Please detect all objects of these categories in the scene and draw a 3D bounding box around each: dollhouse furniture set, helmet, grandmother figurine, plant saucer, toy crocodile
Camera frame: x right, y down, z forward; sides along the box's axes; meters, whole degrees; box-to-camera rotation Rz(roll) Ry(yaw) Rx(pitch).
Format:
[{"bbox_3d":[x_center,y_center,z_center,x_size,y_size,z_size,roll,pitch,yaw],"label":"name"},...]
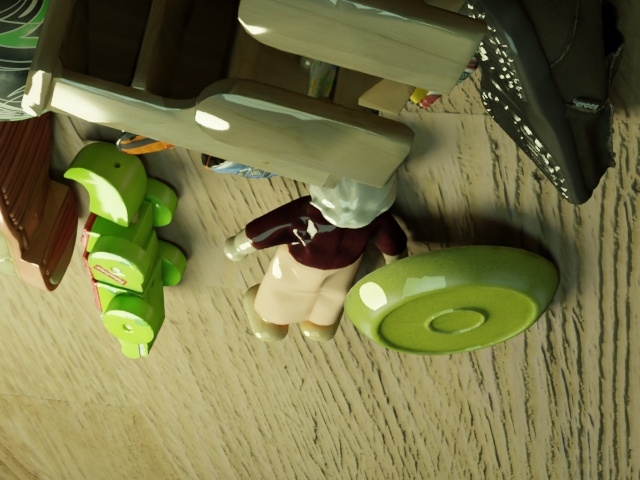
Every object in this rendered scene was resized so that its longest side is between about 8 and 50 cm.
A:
[{"bbox_3d":[-0.046,-0.225,1.268,0.256,0.362,0.394,15,151,-10],"label":"dollhouse furniture set"},{"bbox_3d":[-0.295,-0.189,1.644,0.169,0.161,0.169,10,150,6],"label":"helmet"},{"bbox_3d":[0.000,0.000,1.922,0.208,0.104,0.342,-7,153,-21],"label":"grandmother figurine"},{"bbox_3d":[0.147,0.075,1.966,0.241,0.037,0.241,-5,154,-2],"label":"plant saucer"},{"bbox_3d":[-0.223,0.020,2.023,0.105,0.115,0.340,15,149,10],"label":"toy crocodile"}]

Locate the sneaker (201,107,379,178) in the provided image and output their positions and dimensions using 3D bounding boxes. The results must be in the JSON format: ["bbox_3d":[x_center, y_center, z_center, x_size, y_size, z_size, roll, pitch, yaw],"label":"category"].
[{"bbox_3d":[-0.019,-0.111,1.766,0.087,0.083,0.221,21,158,-40],"label":"sneaker"}]

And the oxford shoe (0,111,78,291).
[{"bbox_3d":[-0.367,-0.069,1.908,0.146,0.140,0.397,14,150,10],"label":"oxford shoe"}]

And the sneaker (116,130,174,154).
[{"bbox_3d":[-0.109,-0.158,1.588,0.180,0.124,0.321,-18,159,-24],"label":"sneaker"}]

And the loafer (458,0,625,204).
[{"bbox_3d":[0.216,-0.145,1.536,0.134,0.130,0.366,51,179,23],"label":"loafer"}]

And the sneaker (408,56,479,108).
[{"bbox_3d":[0.068,-0.218,1.548,0.092,0.088,0.225,-29,131,16],"label":"sneaker"}]
